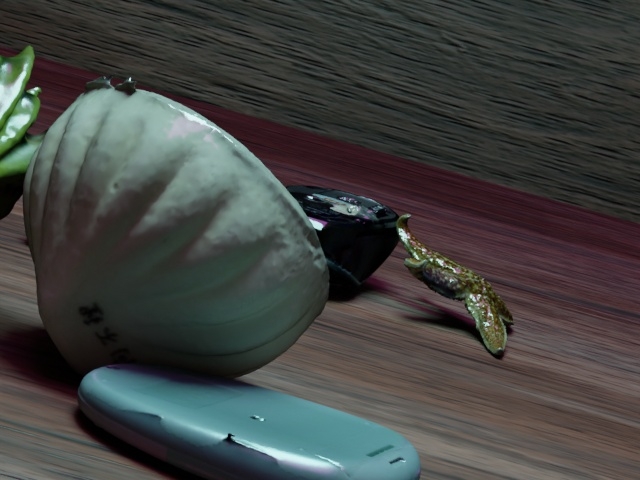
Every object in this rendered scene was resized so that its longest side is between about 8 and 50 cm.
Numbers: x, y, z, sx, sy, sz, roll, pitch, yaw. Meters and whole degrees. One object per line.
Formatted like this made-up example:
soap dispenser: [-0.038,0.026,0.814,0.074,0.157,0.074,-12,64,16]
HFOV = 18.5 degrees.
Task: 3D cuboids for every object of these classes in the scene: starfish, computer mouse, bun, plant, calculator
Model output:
starfish: [0.159,0.059,2.108,0.213,0.057,0.238,33,8,-37]
computer mouse: [0.000,0.000,2.140,0.137,0.096,0.233,14,12,22]
bun: [-0.140,0.025,1.520,0.263,0.175,0.263,31,-27,18]
plant: [-0.285,-0.023,1.524,0.180,0.251,0.333,47,2,-36]
calculator: [-0.033,0.143,1.395,0.299,0.041,0.185,17,9,22]
